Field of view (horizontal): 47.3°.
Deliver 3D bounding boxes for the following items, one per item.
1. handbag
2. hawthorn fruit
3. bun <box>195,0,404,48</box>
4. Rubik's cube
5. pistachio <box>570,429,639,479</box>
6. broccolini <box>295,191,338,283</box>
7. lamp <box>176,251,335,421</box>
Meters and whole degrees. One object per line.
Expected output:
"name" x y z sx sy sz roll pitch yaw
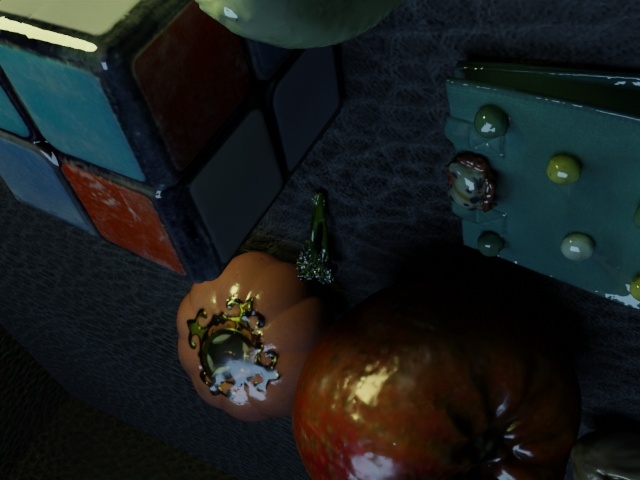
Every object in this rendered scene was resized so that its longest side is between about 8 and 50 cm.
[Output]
"handbag" 0.264 -0.050 0.769 0.274 0.100 0.269 16 147 27
"hawthorn fruit" 0.154 0.235 1.063 0.403 0.403 0.403 25 150 16
"bun" -0.009 -0.292 0.513 0.187 0.293 0.293 38 154 21
"Rubik's cube" -0.189 -0.197 0.780 0.318 0.313 0.316 20 148 25
"pistachio" 0.506 0.374 1.136 0.238 0.153 0.138 20 108 19
"broccolini" 0.002 -0.010 1.166 0.074 0.058 0.201 14 132 5
"lamp" -0.108 0.170 1.326 0.305 0.239 0.305 2 96 24
